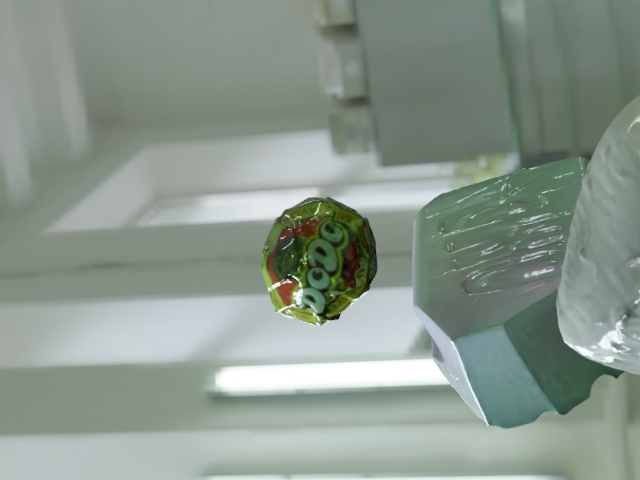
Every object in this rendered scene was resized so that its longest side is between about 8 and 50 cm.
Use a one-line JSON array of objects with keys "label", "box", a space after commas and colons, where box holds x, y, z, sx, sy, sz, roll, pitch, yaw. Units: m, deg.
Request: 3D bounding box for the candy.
[{"label": "candy", "box": [0.000, 0.000, 1.382, 0.305, 0.083, 0.091, -86, 21, -82]}]

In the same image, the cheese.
[{"label": "cheese", "box": [0.249, -0.013, 1.092, 0.154, 0.198, 0.189, -109, 22, -53]}]

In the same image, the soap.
[{"label": "soap", "box": [0.201, 0.049, 1.782, 0.347, 0.208, 0.115, -82, -26, -65]}]
